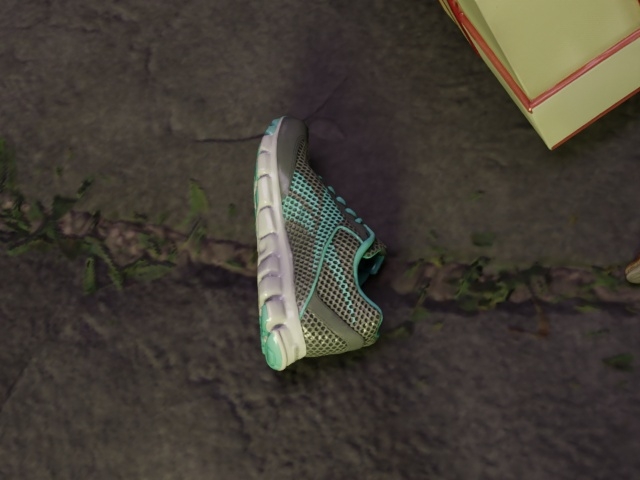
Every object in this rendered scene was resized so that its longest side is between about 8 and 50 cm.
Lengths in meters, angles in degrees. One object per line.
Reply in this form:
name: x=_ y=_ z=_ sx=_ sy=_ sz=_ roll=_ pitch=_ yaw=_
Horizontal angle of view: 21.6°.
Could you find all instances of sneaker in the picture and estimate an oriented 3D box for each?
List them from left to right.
sneaker: x=0.000 y=0.000 z=0.975 sx=0.076 sy=0.065 sz=0.166 roll=-2 pitch=59 yaw=-3

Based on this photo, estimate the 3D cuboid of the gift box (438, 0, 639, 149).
gift box: x=0.163 y=-0.233 z=0.943 sx=0.276 sy=0.258 sz=0.255 roll=-29 pitch=53 yaw=7

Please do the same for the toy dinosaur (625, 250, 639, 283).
toy dinosaur: x=0.237 y=0.052 z=0.852 sx=0.211 sy=0.064 sz=0.112 roll=28 pitch=68 yaw=31
